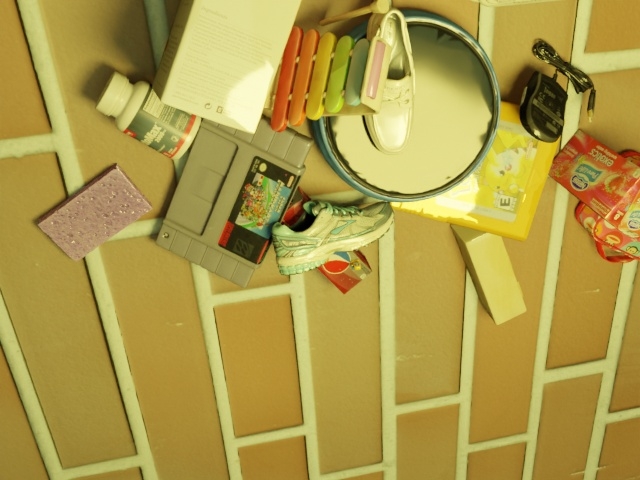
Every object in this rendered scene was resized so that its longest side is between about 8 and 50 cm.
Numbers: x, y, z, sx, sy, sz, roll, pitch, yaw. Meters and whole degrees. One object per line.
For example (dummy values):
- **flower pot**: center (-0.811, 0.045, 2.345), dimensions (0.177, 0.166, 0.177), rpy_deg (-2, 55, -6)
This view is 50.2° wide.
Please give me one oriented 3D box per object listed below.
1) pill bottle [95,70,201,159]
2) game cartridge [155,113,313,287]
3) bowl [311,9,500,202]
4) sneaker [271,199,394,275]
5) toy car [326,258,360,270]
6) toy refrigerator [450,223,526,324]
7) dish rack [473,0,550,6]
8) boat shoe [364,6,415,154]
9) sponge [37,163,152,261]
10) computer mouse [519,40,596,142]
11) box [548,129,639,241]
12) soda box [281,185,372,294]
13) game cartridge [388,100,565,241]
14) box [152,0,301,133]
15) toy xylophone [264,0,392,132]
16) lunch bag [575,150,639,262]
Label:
- **pill bottle**: center (-0.332, -0.242, 1.316), dimensions (0.180, 0.108, 0.108), rpy_deg (29, 109, -25)
- **game cartridge**: center (-0.181, -0.095, 1.416), dimensions (0.230, 0.068, 0.355), rpy_deg (28, 111, 5)
- **bowl**: center (0.178, -0.263, 1.387), dimensions (0.390, 0.077, 0.392), rpy_deg (-1, 106, -4)
- **sneaker**: center (0.028, -0.034, 1.413), dimensions (0.282, 0.110, 0.122), rpy_deg (-26, 108, -21)
- **toy car**: center (0.038, 0.034, 1.496), dimensions (0.121, 0.041, 0.060), rpy_deg (5, 118, -14)
- **toy refrigerator**: center (0.414, 0.065, 1.665), dimensions (0.094, 0.102, 0.270), rpy_deg (-26, 120, 2)
- **dish rack**: center (0.456, -0.558, 1.280), dimensions (0.332, 0.072, 0.286), rpy_deg (-9, 148, -9)
- **boat shoe**: center (0.129, -0.294, 1.284), dimensions (0.098, 0.096, 0.277), rpy_deg (-7, 106, -2)
- **sponge**: center (-0.470, -0.056, 1.431), dimensions (0.210, 0.031, 0.117), rpy_deg (-34, 120, 6)
- **computer mouse**: center (0.495, -0.279, 1.438), dimensions (0.184, 0.262, 0.060), rpy_deg (29, 148, -18)
- **box**: center (0.636, -0.127, 1.520), dimensions (0.122, 0.257, 0.128), rpy_deg (28, 109, -27)
- **soda box**: center (0.000, 0.000, 1.541), dimensions (0.092, 0.083, 0.263), rpy_deg (-38, 119, 11)
- **game cartridge**: center (0.335, -0.168, 1.487), dimensions (0.323, 0.053, 0.286), rpy_deg (13, 102, -9)
- **box**: center (-0.154, -0.387, 1.183), dimensions (0.168, 0.215, 0.346), rpy_deg (17, 102, -22)
- **toy xylophone**: center (0.016, -0.324, 1.260), dimensions (0.081, 0.322, 0.237), rpy_deg (11, 82, -41)
- **lunch bag**: center (0.784, -0.054, 1.675), dimensions (0.293, 0.120, 0.258), rpy_deg (23, 111, -24)
